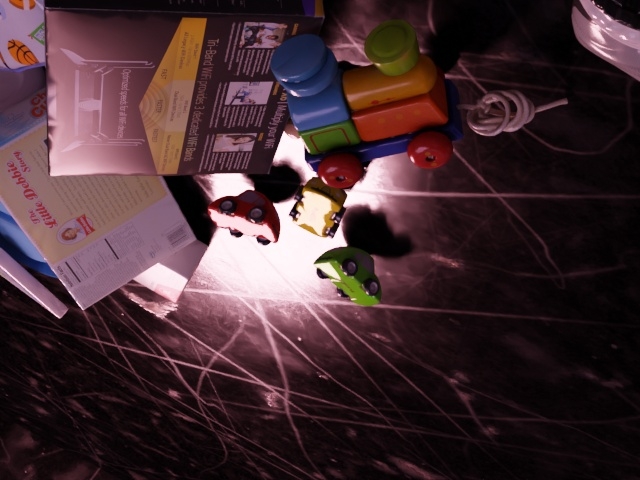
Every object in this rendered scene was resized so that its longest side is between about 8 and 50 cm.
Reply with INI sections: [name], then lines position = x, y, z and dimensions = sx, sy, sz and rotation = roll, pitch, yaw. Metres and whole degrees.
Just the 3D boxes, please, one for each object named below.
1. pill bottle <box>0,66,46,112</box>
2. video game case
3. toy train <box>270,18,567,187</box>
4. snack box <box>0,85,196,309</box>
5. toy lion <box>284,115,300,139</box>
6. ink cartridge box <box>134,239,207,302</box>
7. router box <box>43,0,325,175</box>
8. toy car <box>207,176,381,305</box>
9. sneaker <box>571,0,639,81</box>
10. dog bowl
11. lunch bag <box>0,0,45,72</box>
[pill bottle]
position = -0.375, -0.129, 1.435
dimensions = 0.121, 0.121, 0.216
rotation = 16, 151, 23
[video game case]
position = -0.568, 0.018, 1.871
dimensions = 0.285, 0.025, 0.204
rotation = 28, 162, 36
[toy train]
position = 0.086, -0.143, 0.992
dimensions = 0.248, 0.105, 0.143
rotation = -12, 147, 15
[snack box]
position = -0.298, -0.061, 1.413
dimensions = 0.060, 0.187, 0.322
rotation = 51, 169, 37
[toy lion]
position = 0.009, -0.139, 1.168
dimensions = 0.100, 0.034, 0.096
rotation = 19, 145, 17
[ink cartridge box]
position = -0.275, 0.003, 1.627
dimensions = 0.198, 0.067, 0.115
rotation = 30, 153, -3
[router box]
position = -0.147, -0.166, 1.085
dimensions = 0.243, 0.081, 0.309
rotation = -1, 156, -14
[toy car]
position = 0.000, 0.000, 1.387
dimensions = 0.225, 0.053, 0.239
rotation = 43, 150, -28
[sneaker]
position = 0.315, -0.139, 0.831
dimensions = 0.271, 0.100, 0.108
rotation = 28, 167, 7
[dog bowl]
position = -0.441, -0.049, 1.686
dimensions = 0.166, 0.074, 0.297
rotation = 24, 152, 7
[lunch bag]
position = -0.359, -0.294, 1.147
dimensions = 0.303, 0.115, 0.243
rotation = 1, 141, 43
